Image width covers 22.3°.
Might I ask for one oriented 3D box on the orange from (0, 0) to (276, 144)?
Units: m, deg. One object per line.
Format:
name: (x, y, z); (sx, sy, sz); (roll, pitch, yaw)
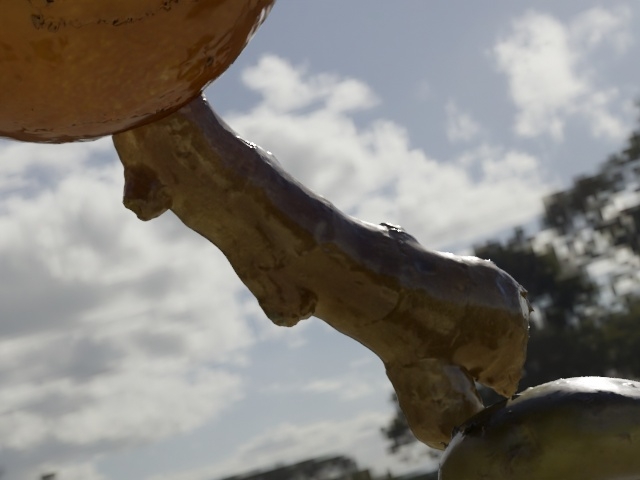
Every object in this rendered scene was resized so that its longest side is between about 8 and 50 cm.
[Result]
orange: (-0.129, -0.167, 0.757); (0.246, 0.246, 0.246); (-16, -8, -2)

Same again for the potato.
potato: (0.123, 0.110, 0.848); (0.138, 0.070, 0.091); (-29, -21, 18)

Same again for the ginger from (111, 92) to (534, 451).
ginger: (-0.002, 0.001, 0.922); (0.065, 0.298, 0.118); (-34, 22, 56)
